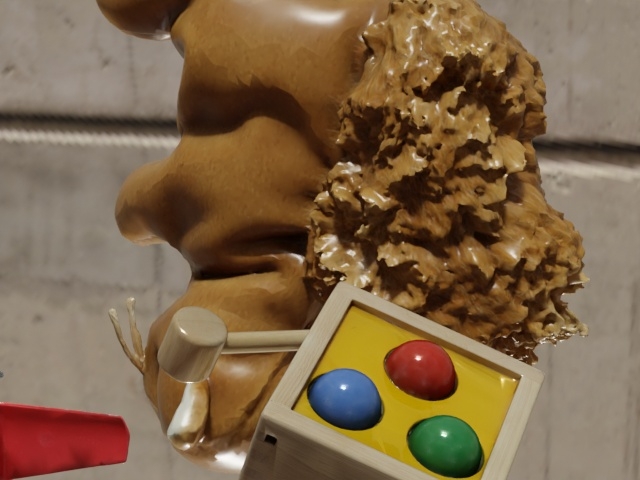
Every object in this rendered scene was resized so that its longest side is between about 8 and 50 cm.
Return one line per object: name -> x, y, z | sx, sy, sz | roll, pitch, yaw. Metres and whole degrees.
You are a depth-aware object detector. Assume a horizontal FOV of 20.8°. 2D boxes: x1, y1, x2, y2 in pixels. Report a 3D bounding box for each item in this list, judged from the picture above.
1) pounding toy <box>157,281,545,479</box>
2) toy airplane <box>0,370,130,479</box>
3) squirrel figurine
pounding toy -> 0.011, 0.075, 0.961 | 0.206, 0.181, 0.094 | 24, -52, 6
toy airplane -> -0.169, 0.126, 0.903 | 0.151, 0.028, 0.151 | 7, -58, 11
squirrel figurine -> 0.000, 0.000, 1.325 | 0.397, 0.370, 0.281 | 3, -15, 42
